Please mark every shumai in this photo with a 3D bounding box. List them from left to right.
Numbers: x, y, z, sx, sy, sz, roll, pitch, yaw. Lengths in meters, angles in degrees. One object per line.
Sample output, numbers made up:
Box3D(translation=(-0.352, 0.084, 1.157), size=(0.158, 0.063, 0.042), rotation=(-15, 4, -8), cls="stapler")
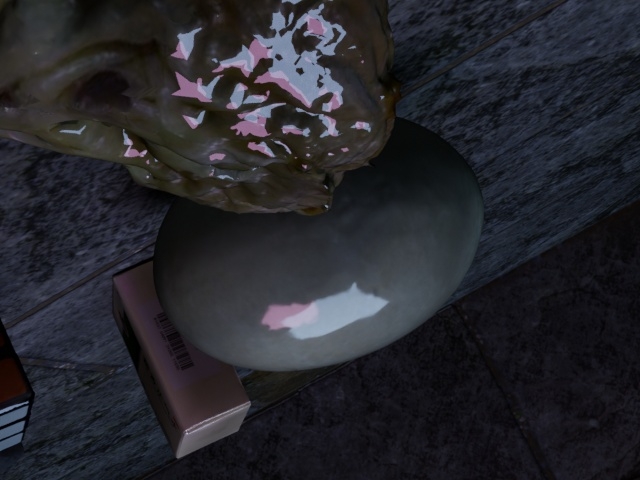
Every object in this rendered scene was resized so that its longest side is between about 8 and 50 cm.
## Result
Box3D(translation=(-0.116, -0.103, 0.781), size=(0.283, 0.217, 0.346), rotation=(-22, 167, -23), cls="shumai")

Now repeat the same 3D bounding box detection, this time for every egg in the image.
Box3D(translation=(0.000, 0.000, 1.275), size=(0.352, 0.258, 0.258), rotation=(-22, 164, -21), cls="egg")

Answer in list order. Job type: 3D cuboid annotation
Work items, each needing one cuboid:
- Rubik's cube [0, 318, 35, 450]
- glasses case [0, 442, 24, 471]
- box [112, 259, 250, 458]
Box3D(translation=(-0.391, 0.139, 1.229), size=(0.163, 0.160, 0.162), rotation=(-22, 165, -23), cls="Rubik's cube")
Box3D(translation=(-0.528, 0.297, 1.703), size=(0.131, 0.074, 0.323), rotation=(-28, 166, 5), cls="glasses case")
Box3D(translation=(-0.174, 0.143, 1.533), size=(0.095, 0.212, 0.168), rotation=(-22, 165, -18), cls="box")
